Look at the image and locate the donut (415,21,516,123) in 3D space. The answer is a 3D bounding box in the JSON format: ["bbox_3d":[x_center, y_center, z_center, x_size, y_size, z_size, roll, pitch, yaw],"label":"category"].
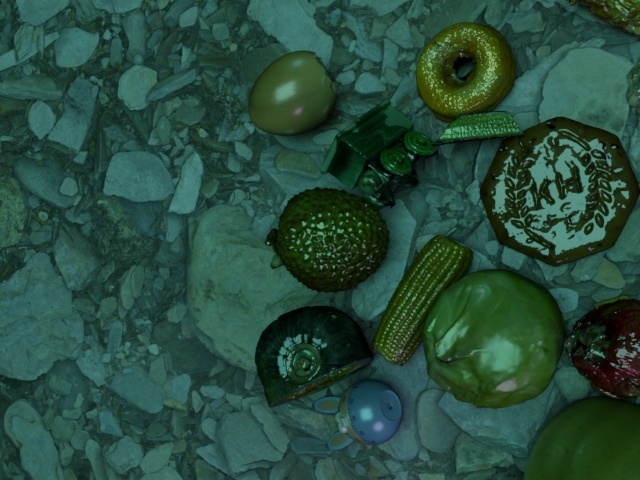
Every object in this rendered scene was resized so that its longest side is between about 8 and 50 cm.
[{"bbox_3d":[0.350,-0.411,1.652,0.253,0.118,0.254,4,98,31],"label":"donut"}]

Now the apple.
[{"bbox_3d":[0.619,0.524,1.384,0.320,0.360,0.312,17,132,52],"label":"apple"}]

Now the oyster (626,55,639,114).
[{"bbox_3d":[0.767,-0.378,1.510,0.132,0.072,0.209,32,99,22],"label":"oyster"}]

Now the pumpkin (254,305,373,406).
[{"bbox_3d":[-0.029,0.269,1.666,0.293,0.263,0.197,-29,71,20],"label":"pumpkin"}]

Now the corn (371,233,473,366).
[{"bbox_3d":[0.241,0.147,1.638,0.131,0.131,0.344,33,97,19],"label":"corn"}]

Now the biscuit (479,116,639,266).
[{"bbox_3d":[0.556,-0.116,1.584,0.359,0.046,0.359,-2,84,21],"label":"biscuit"}]

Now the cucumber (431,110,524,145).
[{"bbox_3d":[0.372,-0.270,1.614,0.220,0.046,0.071,-6,88,4],"label":"cucumber"}]

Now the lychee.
[{"bbox_3d":[0.011,-0.002,1.665,0.319,0.270,0.270,-4,84,2],"label":"lychee"}]

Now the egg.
[{"bbox_3d":[-0.076,-0.375,1.749,0.244,0.201,0.201,-32,75,-7],"label":"egg"}]

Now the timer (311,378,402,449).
[{"bbox_3d":[0.078,0.437,1.661,0.255,0.175,0.175,-22,79,19],"label":"timer"}]

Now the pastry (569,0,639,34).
[{"bbox_3d":[0.657,-0.580,1.548,0.250,0.102,0.154,36,100,17],"label":"pastry"}]

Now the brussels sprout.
[{"bbox_3d":[0.398,0.225,1.517,0.328,0.247,0.328,-10,68,27],"label":"brussels sprout"}]

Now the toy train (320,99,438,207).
[{"bbox_3d":[0.151,-0.205,1.638,0.202,0.266,0.145,40,138,11],"label":"toy train"}]

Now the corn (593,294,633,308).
[{"bbox_3d":[0.668,0.144,1.532,0.083,0.027,0.028,-18,113,20],"label":"corn"}]

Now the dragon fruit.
[{"bbox_3d":[0.603,0.220,1.427,0.148,0.224,0.219,15,115,-12],"label":"dragon fruit"}]
